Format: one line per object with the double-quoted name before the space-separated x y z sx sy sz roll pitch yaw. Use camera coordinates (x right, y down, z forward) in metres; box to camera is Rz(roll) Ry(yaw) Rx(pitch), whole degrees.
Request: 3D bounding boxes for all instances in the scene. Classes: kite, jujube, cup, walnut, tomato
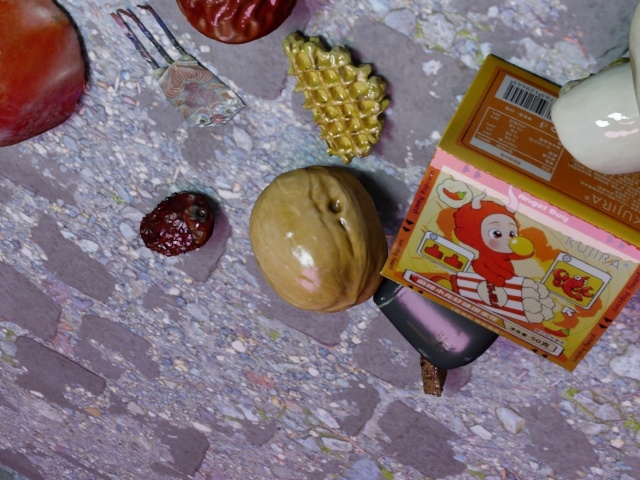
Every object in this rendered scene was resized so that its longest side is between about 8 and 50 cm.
"kite" -0.208 -0.252 1.523 0.127 0.016 0.229 -13 129 36
"jujube" -0.092 -0.346 1.244 0.155 0.155 0.230 21 132 9
"jujube" -0.238 -0.019 1.733 0.104 0.104 0.166 41 145 -15
"cup" 0.191 0.071 1.523 0.176 0.169 0.223 42 138 -4
"walnut" 0.000 0.000 1.511 0.195 0.222 0.195 -19 151 -11
"tomato" -0.502 -0.246 1.578 0.309 0.170 0.309 17 142 14

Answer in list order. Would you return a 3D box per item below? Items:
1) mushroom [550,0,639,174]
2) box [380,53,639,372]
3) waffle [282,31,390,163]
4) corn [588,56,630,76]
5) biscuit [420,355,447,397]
"mushroom" 0.423 -0.126 0.998 0.325 0.353 0.353 50 143 12
"box" 0.262 -0.028 1.319 0.283 0.214 0.259 27 139 7
"waffle" 0.013 -0.188 1.433 0.160 0.046 0.192 21 141 6
"corn" 0.454 -0.130 1.197 0.320 0.097 0.097 21 141 7
"biscuit" 0.183 0.173 1.716 0.034 0.064 0.199 10 137 21
